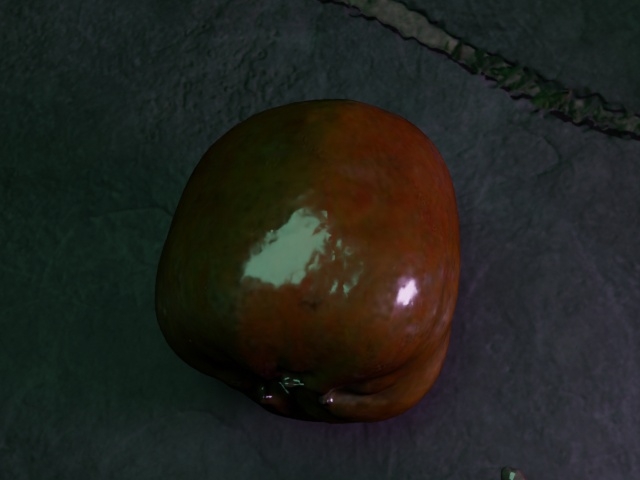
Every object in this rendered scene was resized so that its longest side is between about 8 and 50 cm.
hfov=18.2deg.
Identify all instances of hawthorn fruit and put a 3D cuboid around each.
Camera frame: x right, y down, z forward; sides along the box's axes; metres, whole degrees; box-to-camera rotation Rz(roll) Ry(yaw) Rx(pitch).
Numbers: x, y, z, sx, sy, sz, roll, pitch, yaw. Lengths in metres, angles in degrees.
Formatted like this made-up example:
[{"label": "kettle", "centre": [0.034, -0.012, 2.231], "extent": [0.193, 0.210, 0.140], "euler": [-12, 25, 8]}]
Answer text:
[{"label": "hawthorn fruit", "centre": [0.000, 0.000, 1.722], "extent": [0.267, 0.268, 0.301], "euler": [1, 66, 13]}]

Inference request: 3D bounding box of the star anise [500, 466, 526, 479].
[{"label": "star anise", "centre": [0.150, 0.313, 1.651], "extent": [0.209, 0.089, 0.231], "euler": [26, 74, 34]}]
